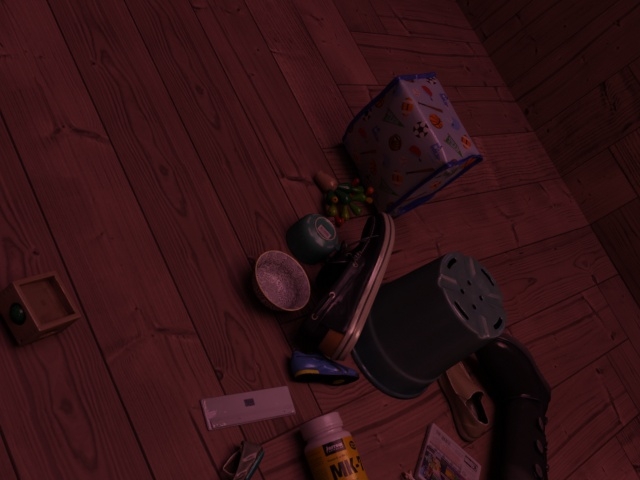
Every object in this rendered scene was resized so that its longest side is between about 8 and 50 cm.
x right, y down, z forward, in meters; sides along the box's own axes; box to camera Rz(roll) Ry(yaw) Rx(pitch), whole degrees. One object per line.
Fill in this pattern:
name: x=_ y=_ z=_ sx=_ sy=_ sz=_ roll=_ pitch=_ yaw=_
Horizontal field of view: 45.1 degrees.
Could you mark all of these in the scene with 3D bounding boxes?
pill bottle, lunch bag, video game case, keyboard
pill bottle: x=0.033 y=0.514 z=1.787 sx=0.119 sy=0.119 sz=0.208 roll=-3 pitch=64 yaw=-45
lunch bag: x=0.256 y=-0.279 z=2.384 sx=0.239 sy=0.385 sz=0.327 roll=-14 pitch=72 yaw=-44
video game case: x=0.347 y=0.625 z=2.084 sx=0.201 sy=0.023 sz=0.183 roll=43 pitch=40 yaw=-12
keyboard: x=-0.162 y=0.384 z=1.780 sx=0.256 sy=0.014 sz=0.072 roll=1 pitch=56 yaw=-44

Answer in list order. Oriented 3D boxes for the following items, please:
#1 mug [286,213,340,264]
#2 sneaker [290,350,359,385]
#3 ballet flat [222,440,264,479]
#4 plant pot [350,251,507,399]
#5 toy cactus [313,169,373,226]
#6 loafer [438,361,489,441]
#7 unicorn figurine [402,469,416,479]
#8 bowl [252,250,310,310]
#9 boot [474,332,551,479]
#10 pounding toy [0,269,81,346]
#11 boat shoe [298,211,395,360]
mug: x=-0.005 y=-0.008 z=2.154 sx=0.158 sy=0.097 sz=0.129 roll=10 pitch=55 yaw=-39
sneaker: x=0.014 y=0.318 z=1.954 sx=0.209 sy=0.069 sz=0.082 roll=15 pitch=49 yaw=-37
ballet flat: x=-0.185 y=0.514 z=1.629 sx=0.068 sy=0.072 sz=0.213 roll=22 pitch=41 yaw=6
plant pot: x=0.300 y=0.213 z=2.102 sx=0.341 sy=0.334 sz=0.341 roll=26 pitch=45 yaw=-29
toy cactus: x=0.058 y=-0.144 z=2.329 sx=0.180 sy=0.112 sz=0.219 roll=43 pitch=48 yaw=4
loafer: x=0.420 y=0.441 z=2.237 sx=0.102 sy=0.092 sz=0.268 roll=2 pitch=60 yaw=-44
unicorn figurine: x=0.244 y=0.639 z=1.954 sx=0.162 sy=0.060 sz=0.111 roll=-33 pitch=87 yaw=-35
bowl: x=-0.117 y=0.118 z=1.966 sx=0.170 sy=0.080 sz=0.170 roll=26 pitch=46 yaw=-29
boot: x=0.552 y=0.532 z=2.246 sx=0.367 sy=0.146 sz=0.445 roll=44 pitch=42 yaw=-22
pounding toy: x=-0.577 y=0.133 z=1.510 sx=0.130 sy=0.100 sz=0.141 roll=58 pitch=29 yaw=6
boat shoe: x=0.078 y=0.091 z=2.052 sx=0.156 sy=0.186 sz=0.500 roll=26 pitch=50 yaw=0
